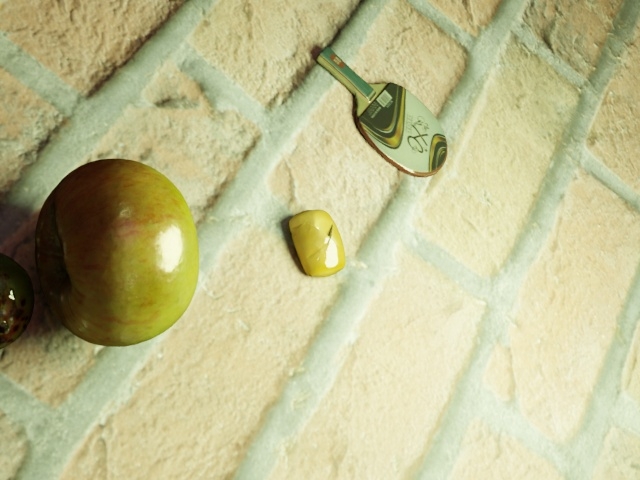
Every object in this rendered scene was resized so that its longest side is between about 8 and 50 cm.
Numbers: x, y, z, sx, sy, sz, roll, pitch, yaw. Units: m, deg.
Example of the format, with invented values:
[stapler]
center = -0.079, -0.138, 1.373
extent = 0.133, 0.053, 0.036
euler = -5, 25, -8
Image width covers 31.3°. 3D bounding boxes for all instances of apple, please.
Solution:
[apple]
center = -0.269, 0.014, 1.525
extent = 0.194, 0.261, 0.261
euler = -9, 68, -34

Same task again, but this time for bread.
[bread]
center = 0.000, 0.000, 1.823
extent = 0.082, 0.056, 0.115
euler = -3, 65, -33

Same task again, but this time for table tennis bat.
[table tennis bat]
center = 0.111, -0.236, 2.060
extent = 0.301, 0.022, 0.173
euler = 44, 49, -5

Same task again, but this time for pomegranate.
[pomegranate]
center = -0.448, 0.063, 1.456
extent = 0.169, 0.148, 0.148
euler = 46, 49, 9
